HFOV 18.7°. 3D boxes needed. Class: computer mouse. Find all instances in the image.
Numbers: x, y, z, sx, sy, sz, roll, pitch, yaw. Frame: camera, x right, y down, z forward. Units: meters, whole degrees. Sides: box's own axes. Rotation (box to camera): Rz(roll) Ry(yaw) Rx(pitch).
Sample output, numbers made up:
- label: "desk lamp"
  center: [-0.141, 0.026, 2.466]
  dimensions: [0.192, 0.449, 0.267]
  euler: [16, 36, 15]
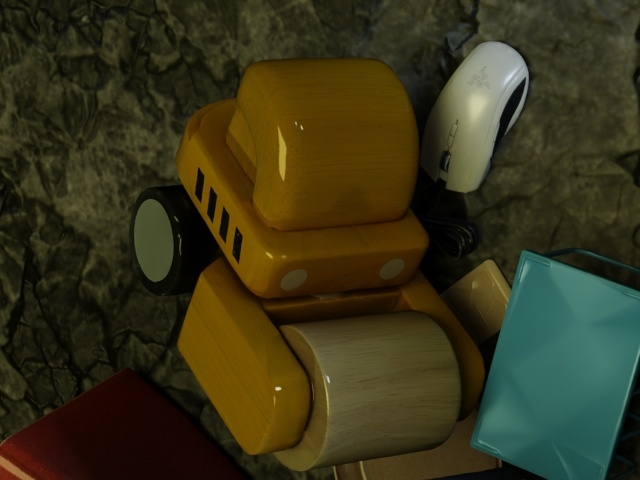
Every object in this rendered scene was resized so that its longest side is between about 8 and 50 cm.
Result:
- label: "computer mouse"
  center: [0.113, -0.081, 1.655]
  dimensions: [0.106, 0.042, 0.193]
  euler: [31, 110, 26]

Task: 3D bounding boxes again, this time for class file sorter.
- label: "file sorter"
  center: [0.215, 0.102, 1.575]
  dimensions: [0.118, 0.104, 0.170]
  euler: [21, 105, 29]

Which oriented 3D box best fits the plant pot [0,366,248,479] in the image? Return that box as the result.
- label: "plant pot"
  center: [-0.181, 0.314, 1.760]
  dimensions: [0.236, 0.267, 0.267]
  euler: [30, 110, 12]

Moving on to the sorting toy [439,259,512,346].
- label: "sorting toy"
  center: [0.145, 0.066, 1.667]
  dimensions: [0.062, 0.012, 0.083]
  euler: [-37, 72, 23]

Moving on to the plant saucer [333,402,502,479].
- label: "plant saucer"
  center: [0.089, 0.193, 1.705]
  dimensions: [0.168, 0.029, 0.168]
  euler: [4, 98, 31]

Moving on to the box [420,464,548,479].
- label: "box"
  center: [0.037, 0.443, 1.479]
  dimensions: [0.297, 0.472, 0.480]
  euler: [46, 112, 24]

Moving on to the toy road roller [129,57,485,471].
- label: "toy road roller"
  center: [0.000, 0.000, 1.568]
  dimensions: [0.329, 0.202, 0.240]
  euler: [56, 138, 37]
